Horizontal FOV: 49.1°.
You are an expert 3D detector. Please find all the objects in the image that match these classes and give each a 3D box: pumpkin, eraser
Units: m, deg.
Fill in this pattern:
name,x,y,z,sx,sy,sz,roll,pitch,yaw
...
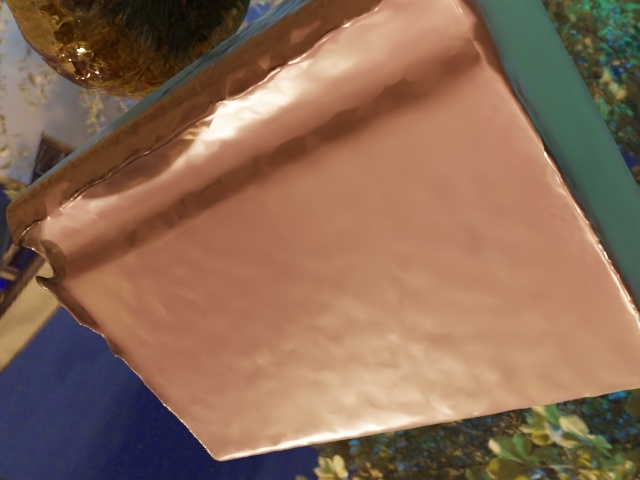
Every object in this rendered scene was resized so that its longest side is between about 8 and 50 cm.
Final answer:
name,x,y,z,sx,sy,sz,roll,pitch,yaw
pumpkin,-0.206,-0.280,0.806,0.242,0.325,0.232,9,-71,45
eraser,0.000,0.000,0.459,0.359,0.272,0.122,-23,-154,36
